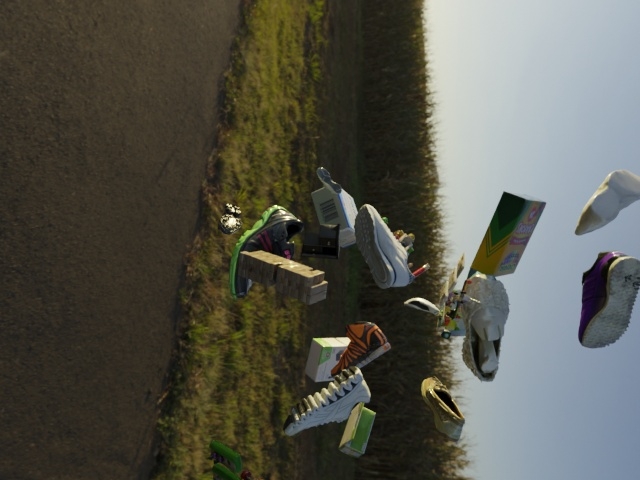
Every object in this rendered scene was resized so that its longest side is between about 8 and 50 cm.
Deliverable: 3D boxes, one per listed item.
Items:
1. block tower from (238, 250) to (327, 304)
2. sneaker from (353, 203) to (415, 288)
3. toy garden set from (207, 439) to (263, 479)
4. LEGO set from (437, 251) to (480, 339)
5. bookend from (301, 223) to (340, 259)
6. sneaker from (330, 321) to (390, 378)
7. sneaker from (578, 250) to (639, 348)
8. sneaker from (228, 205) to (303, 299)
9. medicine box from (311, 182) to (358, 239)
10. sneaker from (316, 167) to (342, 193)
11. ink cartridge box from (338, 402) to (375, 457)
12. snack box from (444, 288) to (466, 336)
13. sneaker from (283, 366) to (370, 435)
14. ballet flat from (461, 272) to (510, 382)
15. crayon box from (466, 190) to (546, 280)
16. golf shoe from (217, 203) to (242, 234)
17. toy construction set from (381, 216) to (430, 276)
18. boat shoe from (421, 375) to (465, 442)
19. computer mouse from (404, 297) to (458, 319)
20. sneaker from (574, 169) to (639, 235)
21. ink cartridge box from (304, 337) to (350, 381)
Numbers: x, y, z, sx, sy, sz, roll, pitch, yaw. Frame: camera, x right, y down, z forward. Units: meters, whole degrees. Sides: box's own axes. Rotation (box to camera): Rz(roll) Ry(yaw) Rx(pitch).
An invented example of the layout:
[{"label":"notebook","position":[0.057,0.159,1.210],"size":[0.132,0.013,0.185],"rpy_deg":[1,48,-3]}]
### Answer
[{"label":"block tower","position":[-0.134,0.117,1.408],"size":[0.097,0.336,0.090],"rpy_deg":[-10,112,-54]},{"label":"sneaker","position":[0.160,0.013,1.052],"size":[0.090,0.095,0.235],"rpy_deg":[-51,-129,54]},{"label":"toy garden set","position":[-0.209,0.649,1.008],"size":[0.049,0.204,0.244],"rpy_deg":[-12,100,-47]},{"label":"LEGO set","position":[0.404,0.176,1.215],"size":[0.244,0.060,0.182],"rpy_deg":[-63,171,-50]},{"label":"bookend","position":[0.000,0.000,1.630],"size":[0.157,0.156,0.072],"rpy_deg":[88,8,-57]},{"label":"sneaker","position":[0.141,0.457,1.765],"size":[0.125,0.321,0.180],"rpy_deg":[3,51,-58]},{"label":"sneaker","position":[0.803,0.162,1.173],"size":[0.146,0.102,0.293],"rpy_deg":[-85,-176,-71]},{"label":"sneaker","position":[-0.219,0.042,1.697],"size":[0.185,0.202,0.482],"rpy_deg":[96,20,-53]},{"label":"medicine box","position":[0.100,-0.127,2.186],"size":[0.289,0.149,0.263],"rpy_deg":[24,46,-63]},{"label":"sneaker","position":[0.029,-0.265,1.870],"size":[0.152,0.061,0.053],"rpy_deg":[47,66,-18]},{"label":"ink cartridge box","position":[0.179,0.834,1.817],"size":[0.255,0.097,0.188],"rpy_deg":[109,7,-53]},{"label":"snack box","position":[0.636,0.318,1.815],"size":[0.070,0.175,0.207],"rpy_deg":[67,25,-50]},{"label":"sneaker","position":[0.022,0.514,1.249],"size":[0.118,0.292,0.110],"rpy_deg":[58,-5,-5]},{"label":"ballet flat","position":[0.519,0.289,1.269],"size":[0.147,0.147,0.408],"rpy_deg":[-75,157,-53]},{"label":"crayon box","position":[0.608,0.005,1.346],"size":[0.202,0.081,0.318],"rpy_deg":[-3,117,-46]},{"label":"golf shoe","position":[-0.329,-0.053,1.474],"size":[0.093,0.077,0.198],"rpy_deg":[-61,-165,22]},{"label":"toy construction set","position":[0.419,0.047,2.050],"size":[0.237,0.309,0.257],"rpy_deg":[-25,149,-35]},{"label":"boat shoe","position":[0.429,0.560,1.414],"size":[0.285,0.105,0.089],"rpy_deg":[-101,-147,-72]},{"label":"computer mouse","position":[0.400,0.242,1.486],"size":[0.106,0.193,0.042],"rpy_deg":[38,69,-68]},{"label":"sneaker","position":[0.628,-0.081,0.904],"size":[0.080,0.212,0.094],"rpy_deg":[49,-26,24]},{"label":"ink cartridge box","position":[0.073,0.640,2.218],"size":[0.273,0.115,0.198],"rpy_deg":[8,97,-35]}]
